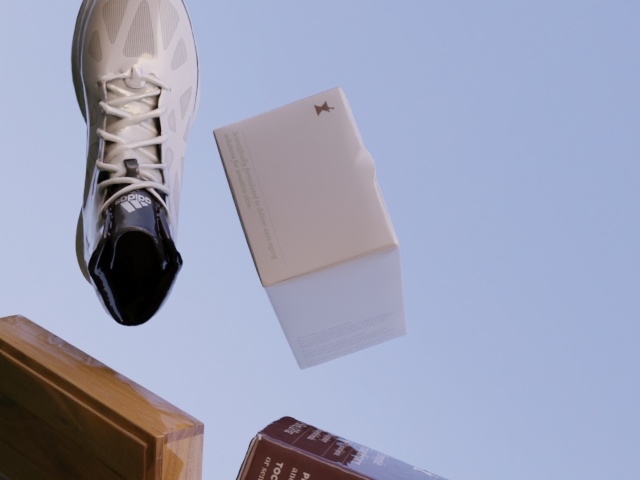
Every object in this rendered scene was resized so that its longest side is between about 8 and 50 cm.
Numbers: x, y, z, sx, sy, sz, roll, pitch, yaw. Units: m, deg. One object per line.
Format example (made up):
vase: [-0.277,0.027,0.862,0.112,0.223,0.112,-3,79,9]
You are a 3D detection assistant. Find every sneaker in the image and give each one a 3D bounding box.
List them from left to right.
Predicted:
sneaker: [-0.210,-0.106,1.591,0.257,0.169,0.447,-132,-136,-66]

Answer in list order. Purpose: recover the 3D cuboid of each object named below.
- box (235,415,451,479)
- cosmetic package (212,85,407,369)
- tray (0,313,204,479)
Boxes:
box: [0.025,0.254,1.013,0.203,0.168,0.167,20,-91,6]
cosmetic package: [0.000,0.000,1.499,0.365,0.155,0.197,71,0,-69]
tray: [-0.298,0.251,1.604,0.411,0.076,0.202,22,-67,45]
